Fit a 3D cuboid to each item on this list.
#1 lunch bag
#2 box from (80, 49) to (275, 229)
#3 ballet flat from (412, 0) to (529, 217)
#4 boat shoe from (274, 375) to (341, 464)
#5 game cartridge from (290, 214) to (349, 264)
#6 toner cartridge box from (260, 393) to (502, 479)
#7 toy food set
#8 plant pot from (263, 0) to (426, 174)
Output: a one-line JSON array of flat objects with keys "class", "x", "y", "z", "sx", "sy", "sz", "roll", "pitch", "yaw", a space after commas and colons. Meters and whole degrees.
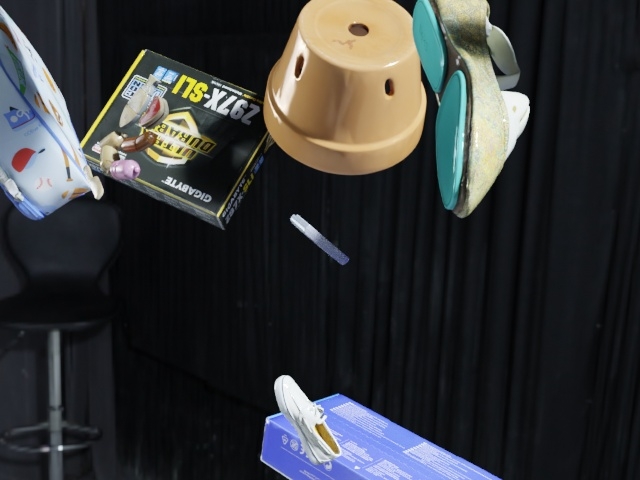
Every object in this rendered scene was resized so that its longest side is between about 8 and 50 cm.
[{"class": "lunch bag", "x": -0.390, "y": -0.167, "z": 1.037, "sx": 0.115, "sy": 0.243, "sz": 0.303, "roll": -29, "pitch": 40, "yaw": -3}, {"class": "box", "x": -0.265, "y": -0.200, "z": 1.596, "sx": 0.322, "sy": 0.257, "sz": 0.079, "roll": 25, "pitch": -18, "yaw": 15}, {"class": "ballet flat", "x": 0.186, "y": -0.175, "z": 0.979, "sx": 0.123, "sy": 0.123, "sz": 0.349, "roll": 1, "pitch": 52, "yaw": -6}, {"class": "boat shoe", "x": -0.010, "y": 0.177, "z": 0.825, "sx": 0.035, "sy": 0.100, "sz": 0.035, "roll": -24, "pitch": 4, "yaw": 29}, {"class": "game cartridge", "x": 0.000, "y": 0.000, "z": 1.074, "sx": 0.083, "sy": 0.017, "sz": 0.056, "roll": 40, "pitch": -3, "yaw": -32}, {"class": "toner cartridge box", "x": 0.093, "y": 0.332, "z": 1.168, "sx": 0.347, "sy": 0.075, "sz": 0.165, "roll": 21, "pitch": 18, "yaw": 41}, {"class": "toy food set", "x": -0.184, "y": -0.097, "z": 0.811, "sx": 0.019, "sy": 0.122, "sz": 0.078, "roll": 29, "pitch": 18, "yaw": -45}, {"class": "plant pot", "x": 0.053, "y": -0.286, "z": 1.414, "sx": 0.290, "sy": 0.203, "sz": 0.291, "roll": 4, "pitch": 54, "yaw": -5}]
